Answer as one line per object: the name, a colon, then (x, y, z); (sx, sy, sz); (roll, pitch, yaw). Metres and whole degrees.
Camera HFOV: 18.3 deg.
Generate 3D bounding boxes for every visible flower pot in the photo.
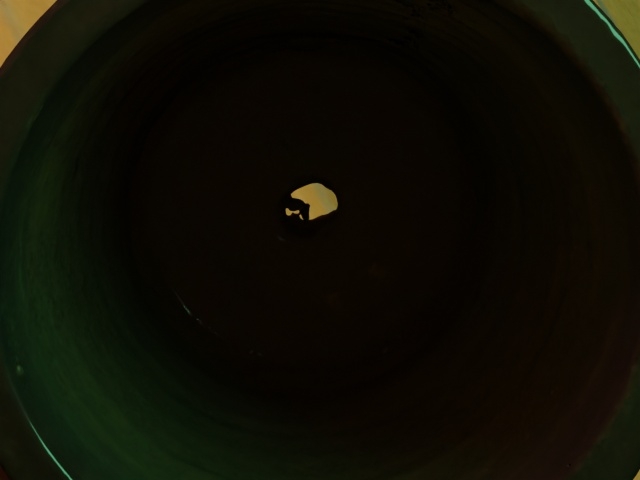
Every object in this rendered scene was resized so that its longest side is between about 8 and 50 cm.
flower pot: (0.000, 0.000, 0.676); (0.235, 0.235, 0.148); (50, 5, -9)
